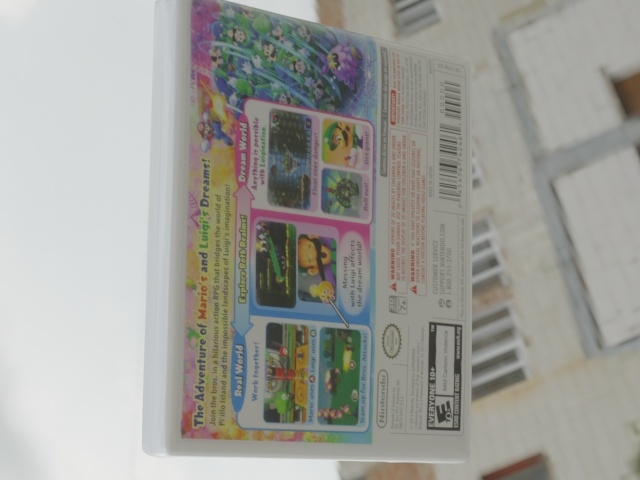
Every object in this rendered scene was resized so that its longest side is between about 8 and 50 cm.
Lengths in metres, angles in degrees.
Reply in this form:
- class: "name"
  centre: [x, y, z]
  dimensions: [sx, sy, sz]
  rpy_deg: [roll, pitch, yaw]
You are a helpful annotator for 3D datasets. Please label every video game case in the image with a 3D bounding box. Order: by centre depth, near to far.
- class: "video game case"
  centre: [0.000, 0.000, 0.587]
  dimensions: [0.143, 0.019, 0.157]
  rpy_deg: [8, -100, -40]
